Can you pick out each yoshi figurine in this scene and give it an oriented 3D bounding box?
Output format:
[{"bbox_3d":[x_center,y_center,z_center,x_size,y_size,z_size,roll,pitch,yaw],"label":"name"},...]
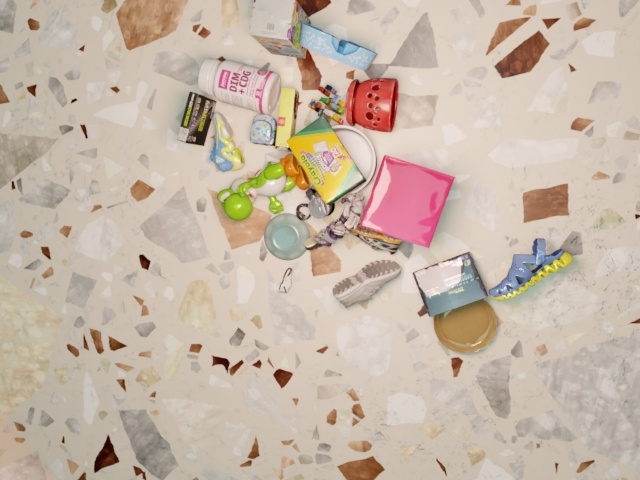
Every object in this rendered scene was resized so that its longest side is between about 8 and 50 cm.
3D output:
[{"bbox_3d":[-0.231,-0.180,1.955,0.362,0.203,0.203,-21,99,15],"label":"yoshi figurine"}]

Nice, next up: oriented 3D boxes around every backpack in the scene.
[{"bbox_3d":[-0.221,-0.432,1.974,0.105,0.084,0.114,9,95,7],"label":"backpack"}]

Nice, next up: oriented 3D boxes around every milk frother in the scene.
[{"bbox_3d":[-0.029,-0.118,1.951,0.129,0.135,0.143,36,101,5],"label":"milk frother"}]

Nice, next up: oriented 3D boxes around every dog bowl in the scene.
[{"bbox_3d":[0.082,-0.299,1.926,0.265,0.104,0.264,1,96,10],"label":"dog bowl"},{"bbox_3d":[0.061,-0.693,1.828,0.297,0.166,0.074,13,115,-20],"label":"dog bowl"}]

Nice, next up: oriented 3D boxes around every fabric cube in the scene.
[{"bbox_3d":[0.303,-0.146,1.825,0.254,0.259,0.258,18,98,4],"label":"fabric cube"}]

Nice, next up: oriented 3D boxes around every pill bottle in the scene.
[{"bbox_3d":[-0.307,-0.592,1.930,0.283,0.160,0.160,17,99,8],"label":"pill bottle"}]

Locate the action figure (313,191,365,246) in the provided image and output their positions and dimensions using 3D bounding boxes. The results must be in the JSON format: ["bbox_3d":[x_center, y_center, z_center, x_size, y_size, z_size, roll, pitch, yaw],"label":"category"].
[{"bbox_3d":[0.081,-0.074,1.858,0.099,0.185,0.285,35,144,-3],"label":"action figure"}]

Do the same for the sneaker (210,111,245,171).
[{"bbox_3d":[-0.399,-0.379,2.008,0.126,0.091,0.240,-22,93,12],"label":"sneaker"}]

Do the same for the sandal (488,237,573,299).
[{"bbox_3d":[0.747,0.103,1.857,0.317,0.126,0.138,-35,86,4],"label":"sandal"}]

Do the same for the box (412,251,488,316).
[{"bbox_3d":[0.487,0.166,1.913,0.233,0.059,0.183,-21,79,13],"label":"box"}]

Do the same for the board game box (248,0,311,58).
[{"bbox_3d":[-0.138,-0.765,1.821,0.145,0.275,0.142,12,98,9],"label":"board game box"}]

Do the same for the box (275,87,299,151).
[{"bbox_3d":[-0.128,-0.462,1.953,0.058,0.087,0.232,9,99,9],"label":"box"}]

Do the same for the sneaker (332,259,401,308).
[{"bbox_3d":[0.189,0.170,1.985,0.281,0.105,0.115,-25,126,8],"label":"sneaker"}]

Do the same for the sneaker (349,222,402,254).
[{"bbox_3d":[0.205,-0.006,1.955,0.215,0.084,0.083,19,124,16],"label":"sneaker"}]

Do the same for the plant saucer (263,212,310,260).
[{"bbox_3d":[-0.138,-0.013,2.034,0.195,0.037,0.194,1,97,9],"label":"plant saucer"}]

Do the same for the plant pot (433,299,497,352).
[{"bbox_3d":[0.555,0.316,1.954,0.237,0.032,0.236,1,97,10],"label":"plant pot"}]

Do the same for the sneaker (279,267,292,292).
[{"bbox_3d":[-0.133,0.161,2.057,0.044,0.040,0.109,19,104,-9],"label":"sneaker"}]

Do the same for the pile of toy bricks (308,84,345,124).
[{"bbox_3d":[0.048,-0.499,1.897,0.105,0.212,0.118,29,97,-35],"label":"pile of toy bricks"}]

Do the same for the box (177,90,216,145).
[{"bbox_3d":[-0.477,-0.467,1.964,0.045,0.184,0.190,20,99,9],"label":"box"}]

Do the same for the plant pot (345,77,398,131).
[{"bbox_3d":[0.185,-0.495,1.842,0.174,0.191,0.191,8,98,11],"label":"plant pot"}]

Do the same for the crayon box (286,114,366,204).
[{"bbox_3d":[0.022,-0.286,1.830,0.165,0.081,0.278,-34,84,10],"label":"crayon box"}]

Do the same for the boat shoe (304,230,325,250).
[{"bbox_3d":[-0.001,-0.002,2.010,0.133,0.042,0.048,-24,61,-1],"label":"boat shoe"}]
